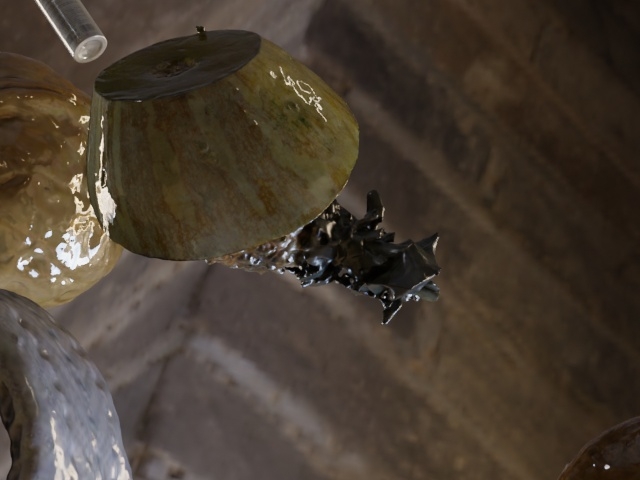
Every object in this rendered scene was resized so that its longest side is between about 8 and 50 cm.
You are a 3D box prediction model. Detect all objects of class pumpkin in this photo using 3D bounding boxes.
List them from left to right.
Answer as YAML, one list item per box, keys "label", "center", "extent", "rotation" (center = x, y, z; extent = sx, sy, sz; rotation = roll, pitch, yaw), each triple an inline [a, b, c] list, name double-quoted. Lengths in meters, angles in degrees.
- label: "pumpkin"
  center: [-0.088, -0.094, 1.385]
  extent: [0.217, 0.217, 0.110]
  rotation: [-6, 131, 20]

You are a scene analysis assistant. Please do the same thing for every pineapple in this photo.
- label: "pineapple"
  center: [0.000, 0.000, 1.614]
  extent: [0.237, 0.119, 0.111]
  rotation: [18, 158, -14]

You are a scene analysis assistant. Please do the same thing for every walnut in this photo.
- label: "walnut"
  center: [-0.339, -0.064, 1.981]
  extent: [0.252, 0.277, 0.313]
  rotation: [0, 155, 31]

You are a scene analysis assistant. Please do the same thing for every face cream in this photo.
- label: "face cream"
  center: [-0.231, -0.211, 1.597]
  extent: [0.130, 0.034, 0.034]
  rotation: [54, 137, 25]

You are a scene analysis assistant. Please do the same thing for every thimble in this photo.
- label: "thimble"
  center: [-0.272, 0.147, 1.402]
  extent: [0.245, 0.157, 0.217]
  rotation: [41, 100, 18]

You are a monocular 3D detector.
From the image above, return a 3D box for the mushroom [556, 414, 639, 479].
- label: "mushroom"
  center: [0.311, 0.259, 1.455]
  extent: [0.263, 0.195, 0.283]
  rotation: [-50, 141, 6]
